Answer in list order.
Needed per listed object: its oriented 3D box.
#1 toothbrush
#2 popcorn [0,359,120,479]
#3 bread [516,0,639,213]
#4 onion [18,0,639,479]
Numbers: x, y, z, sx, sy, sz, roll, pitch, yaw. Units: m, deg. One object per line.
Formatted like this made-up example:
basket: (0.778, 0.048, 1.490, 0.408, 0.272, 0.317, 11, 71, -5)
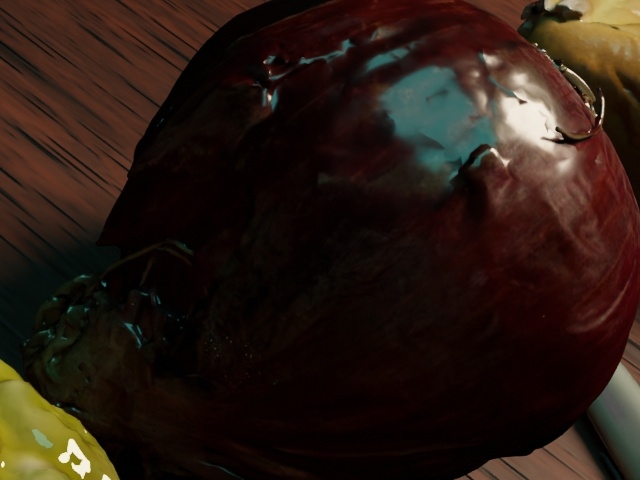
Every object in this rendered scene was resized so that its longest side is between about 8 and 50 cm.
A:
toothbrush: (0.103, 0.000, 0.856, 0.040, 0.042, 0.418, 37, 17, -40)
popcorn: (-0.158, 0.113, 0.422, 0.217, 0.181, 0.235, 6, 28, -18)
bread: (0.218, -0.054, 0.913, 0.241, 0.136, 0.107, 27, 36, 11)
onion: (0.018, -0.011, 0.680, 0.221, 0.281, 0.281, 59, 25, -22)
